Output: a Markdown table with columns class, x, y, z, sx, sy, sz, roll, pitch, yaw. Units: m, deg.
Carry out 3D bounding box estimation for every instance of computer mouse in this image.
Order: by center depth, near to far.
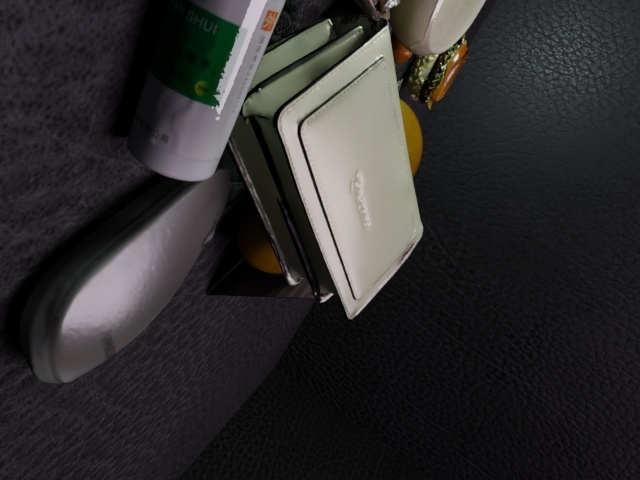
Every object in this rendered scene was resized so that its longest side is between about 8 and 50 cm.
| class | x | y | z | sx | sy | sz | roll | pitch | yaw |
| --- | --- | --- | --- | --- | --- | --- | --- | --- | --- |
| computer mouse | -0.213 | 0.035 | 0.609 | 0.331 | 0.095 | 0.197 | -51 | 174 | -34 |

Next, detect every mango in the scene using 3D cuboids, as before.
| class | x | y | z | sx | sy | sz | roll | pitch | yaw |
| --- | --- | --- | --- | --- | --- | --- | --- | --- | --- |
| mango | 0.019 | -0.107 | 0.963 | 0.445 | 0.232 | 0.300 | -47 | 171 | -20 |

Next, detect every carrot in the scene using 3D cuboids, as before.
| class | x | y | z | sx | sy | sz | roll | pitch | yaw |
| --- | --- | --- | --- | --- | --- | --- | --- | --- | --- |
| carrot | 0.228 | -0.535 | 1.149 | 0.066 | 0.062 | 0.271 | -5 | 132 | -36 |

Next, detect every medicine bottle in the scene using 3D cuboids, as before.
| class | x | y | z | sx | sy | sz | roll | pitch | yaw |
| --- | --- | --- | --- | --- | --- | --- | --- | --- | --- |
| medicine bottle | -0.096 | -0.183 | 0.448 | 0.260 | 0.095 | 0.095 | -60 | 171 | 24 |

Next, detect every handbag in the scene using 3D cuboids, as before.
| class | x | y | z | sx | sy | sz | roll | pitch | yaw |
| --- | --- | --- | --- | --- | --- | --- | --- | --- | --- |
| handbag | 0.024 | -0.097 | 0.701 | 0.237 | 0.160 | 0.358 | -40 | 135 | -23 |

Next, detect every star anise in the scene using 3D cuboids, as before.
| class | x | y | z | sx | sy | sz | roll | pitch | yaw |
| --- | --- | --- | --- | --- | --- | --- | --- | --- | --- |
| star anise | 0.077 | -0.382 | 0.776 | 0.212 | 0.073 | 0.197 | -55 | 176 | -32 |

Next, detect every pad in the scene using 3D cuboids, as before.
| class | x | y | z | sx | sy | sz | roll | pitch | yaw |
| --- | --- | --- | --- | --- | --- | --- | --- | --- | --- |
| pad | -0.071 | 0.058 | 1.031 | 0.202 | 0.300 | 0.005 | -48 | 127 | -47 |

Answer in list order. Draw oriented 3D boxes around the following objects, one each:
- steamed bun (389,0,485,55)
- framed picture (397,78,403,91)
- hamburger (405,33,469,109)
| class | x | y | z | sx | sy | sz | roll | pitch | yaw |
| --- | --- | --- | --- | --- | --- | --- | --- | --- | --- |
| steamed bun | 0.217 | -0.484 | 0.952 | 0.232 | 0.145 | 0.231 | -41 | 160 | -19 |
| framed picture | 0.190 | -0.387 | 1.617 | 0.197 | 0.014 | 0.252 | -55 | 172 | -17 |
| hamburger | 0.373 | -0.561 | 1.592 | 0.261 | 0.139 | 0.243 | -56 | 174 | -4 |
